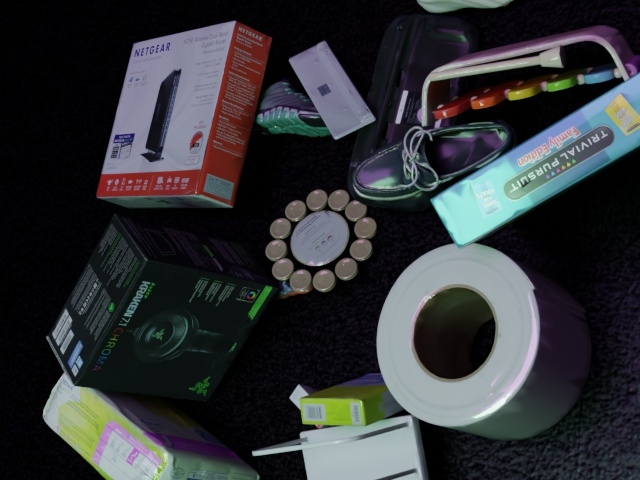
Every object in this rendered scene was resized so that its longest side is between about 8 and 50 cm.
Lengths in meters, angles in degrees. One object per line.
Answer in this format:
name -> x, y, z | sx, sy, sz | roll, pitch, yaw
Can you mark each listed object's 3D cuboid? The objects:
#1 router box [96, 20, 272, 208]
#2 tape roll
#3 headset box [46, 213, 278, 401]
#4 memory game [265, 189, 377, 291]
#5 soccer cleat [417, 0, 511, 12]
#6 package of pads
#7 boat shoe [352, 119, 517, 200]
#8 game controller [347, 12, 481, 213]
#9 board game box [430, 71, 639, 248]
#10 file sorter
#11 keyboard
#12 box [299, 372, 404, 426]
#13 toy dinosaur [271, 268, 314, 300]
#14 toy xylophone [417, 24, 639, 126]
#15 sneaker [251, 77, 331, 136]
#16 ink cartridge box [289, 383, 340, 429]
router box -> -0.244, -0.209, 2.057 | 0.335, 0.082, 0.301 | 1, 76, 51
tape roll -> 0.220, 0.139, 1.591 | 0.246, 0.169, 0.246 | -12, 69, 34
headset box -> -0.242, 0.115, 1.868 | 0.246, 0.283, 0.131 | -57, 46, 18
memory game -> 0.000, 0.000, 1.864 | 0.186, 0.012, 0.186 | -10, 60, 17
soccer cleat -> 0.231, -0.390, 1.809 | 0.196, 0.076, 0.068 | -7, 72, 35
package of pads -> -0.273, 0.321, 1.861 | 0.296, 0.229, 0.101 | 29, 94, 39
boat shoe -> 0.163, -0.119, 1.729 | 0.254, 0.079, 0.095 | -10, 83, 14
game controller -> 0.145, -0.201, 1.834 | 0.166, 0.067, 0.319 | 12, 83, 24
board game box -> 0.335, -0.116, 1.529 | 0.336, 0.254, 0.079 | -31, 85, 25
file sorter -> 0.035, 0.395, 1.606 | 0.192, 0.173, 0.278 | -14, 81, 32
keyboard -> 0.016, -0.247, 1.909 | 0.072, 0.014, 0.256 | -30, 41, 3
box -> 0.064, 0.226, 1.687 | 0.109, 0.178, 0.042 | -4, 93, 35
toy dinosaur -> -0.047, 0.078, 1.905 | 0.082, 0.047, 0.090 | 24, 124, 30
toy xylophone -> 0.274, -0.226, 1.630 | 0.322, 0.236, 0.081 | -7, 103, 34
sneaker -> -0.047, -0.230, 1.965 | 0.223, 0.083, 0.098 | 5, 74, 38
ink cartridge box -> 0.011, 0.264, 1.773 | 0.115, 0.063, 0.029 | 41, 102, 36
